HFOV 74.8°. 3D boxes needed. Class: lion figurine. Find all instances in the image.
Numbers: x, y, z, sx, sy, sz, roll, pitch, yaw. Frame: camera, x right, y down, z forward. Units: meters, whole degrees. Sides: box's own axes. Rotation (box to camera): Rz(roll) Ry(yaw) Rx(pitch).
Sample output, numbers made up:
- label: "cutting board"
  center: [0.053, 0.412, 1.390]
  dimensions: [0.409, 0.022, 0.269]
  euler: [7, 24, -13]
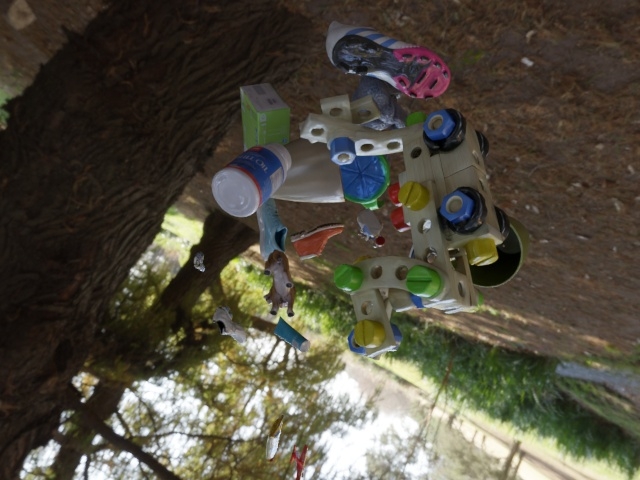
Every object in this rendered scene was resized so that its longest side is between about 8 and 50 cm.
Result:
- label: "lion figurine"
  center: [-0.167, 0.159, 1.749]
  dimensions: [0.142, 0.240, 0.393]
  euler: [3, 126, -6]

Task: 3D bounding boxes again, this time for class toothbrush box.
- label: "toothbrush box"
  center: [-0.203, -0.393, 1.530]
  dimensions: [0.284, 0.122, 0.206]
  euler: [97, 151, -43]

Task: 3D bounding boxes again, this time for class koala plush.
- label: "koala plush"
  center: [0.116, -0.361, 1.196]
  dimensions: [0.221, 0.197, 0.203]
  euler: [-19, 168, 34]

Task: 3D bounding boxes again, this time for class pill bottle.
- label: "pill bottle"
  center: [-0.158, -0.161, 1.030]
  dimensions: [0.124, 0.222, 0.125]
  euler: [11, 126, 16]

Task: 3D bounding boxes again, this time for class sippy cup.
- label: "sippy cup"
  center: [0.186, -0.295, 1.705]
  dimensions: [0.239, 0.306, 0.224]
  euler: [22, -151, 11]

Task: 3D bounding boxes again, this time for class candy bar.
- label: "candy bar"
  center: [-0.085, 0.363, 0.761]
  dimensions: [0.018, 0.040, 0.162]
  euler: [21, 137, 10]

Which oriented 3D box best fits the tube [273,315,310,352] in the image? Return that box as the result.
- label: "tube"
  center: [-0.123, 0.386, 1.707]
  dimensions: [0.052, 0.080, 0.207]
  euler: [23, -179, -44]

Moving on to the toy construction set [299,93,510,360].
- label: "toy construction set"
  center: [0.092, -0.035, 0.498]
  dimensions: [0.214, 0.328, 0.151]
  euler: [-25, 163, 39]

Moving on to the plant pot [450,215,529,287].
- label: "plant pot"
  center: [0.675, 0.008, 1.593]
  dimensions: [0.274, 0.275, 0.293]
  euler: [21, -156, 39]

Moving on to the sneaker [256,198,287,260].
- label: "sneaker"
  center: [-0.231, -0.081, 2.168]
  dimensions: [0.150, 0.367, 0.135]
  euler: [-15, 165, 30]

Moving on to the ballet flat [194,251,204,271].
- label: "ballet flat"
  center: [-0.493, 0.090, 1.691]
  dimensions: [0.041, 0.041, 0.114]
  euler: [28, 138, 14]

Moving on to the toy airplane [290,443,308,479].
- label: "toy airplane"
  center: [-0.080, 0.795, 1.500]
  dimensions: [0.028, 0.151, 0.151]
  euler: [-1, 158, 16]

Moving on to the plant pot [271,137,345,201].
- label: "plant pot"
  center: [-0.070, -0.237, 1.427]
  dimensions: [0.273, 0.257, 0.256]
  euler: [-9, 161, 5]

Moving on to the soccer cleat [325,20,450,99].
- label: "soccer cleat"
  center: [0.164, -0.439, 0.993]
  dimensions: [0.330, 0.143, 0.116]
  euler: [7, 138, -26]

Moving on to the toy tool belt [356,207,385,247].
- label: "toy tool belt"
  center: [0.103, -0.021, 0.847]
  dimensions: [0.083, 0.052, 0.051]
  euler: [63, 170, 13]

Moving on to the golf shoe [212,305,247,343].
- label: "golf shoe"
  center: [-0.339, 0.328, 1.540]
  dimensions: [0.069, 0.086, 0.176]
  euler: [-21, 113, 30]

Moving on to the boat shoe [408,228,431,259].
- label: "boat shoe"
  center: [0.388, -0.009, 1.361]
  dimensions: [0.095, 0.255, 0.079]
  euler: [20, -158, -51]

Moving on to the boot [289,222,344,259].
- label: "boot"
  center: [0.000, 0.000, 1.181]
  dimensions: [0.059, 0.157, 0.085]
  euler: [-88, -22, -84]
